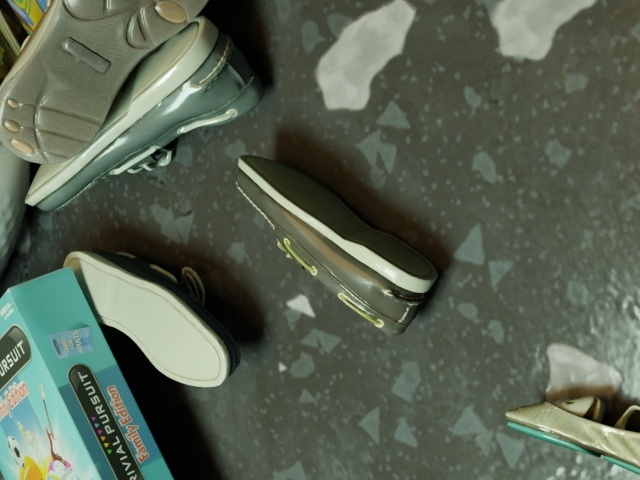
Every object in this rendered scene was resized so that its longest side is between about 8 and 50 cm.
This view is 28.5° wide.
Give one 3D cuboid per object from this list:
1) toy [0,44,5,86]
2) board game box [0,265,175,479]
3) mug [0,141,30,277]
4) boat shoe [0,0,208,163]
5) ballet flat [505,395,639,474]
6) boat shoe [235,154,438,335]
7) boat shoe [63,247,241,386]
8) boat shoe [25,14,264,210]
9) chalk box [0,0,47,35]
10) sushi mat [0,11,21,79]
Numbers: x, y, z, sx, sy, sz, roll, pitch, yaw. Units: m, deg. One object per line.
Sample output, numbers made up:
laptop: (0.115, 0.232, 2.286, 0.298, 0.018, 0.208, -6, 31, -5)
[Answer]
toy: (-0.358, -0.193, 1.276, 0.137, 0.237, 0.056, 38, 78, 22)
board game box: (-0.270, 0.231, 1.364, 0.336, 0.079, 0.254, 62, 144, 8)
mug: (-0.509, -0.060, 1.452, 0.374, 0.276, 0.328, 50, 117, 30)
boat shoe: (-0.199, -0.222, 1.187, 0.324, 0.123, 0.116, -46, 25, 12)
ballet flat: (0.229, 0.152, 1.001, 0.168, 0.057, 0.052, 18, 81, 34)
boat shoe: (0.000, 0.000, 1.141, 0.228, 0.081, 0.068, 37, 116, 28)
boat shoe: (-0.164, 0.074, 1.300, 0.254, 0.079, 0.095, 21, 113, 39)
boat shoe: (-0.184, -0.101, 1.263, 0.319, 0.099, 0.116, -33, 33, 36)
chalk box: (-0.274, -0.284, 1.262, 0.132, 0.213, 0.132, -43, 68, -11)
sushi mat: (-0.354, -0.232, 1.311, 0.151, 0.019, 0.316, 42, 165, 26)
